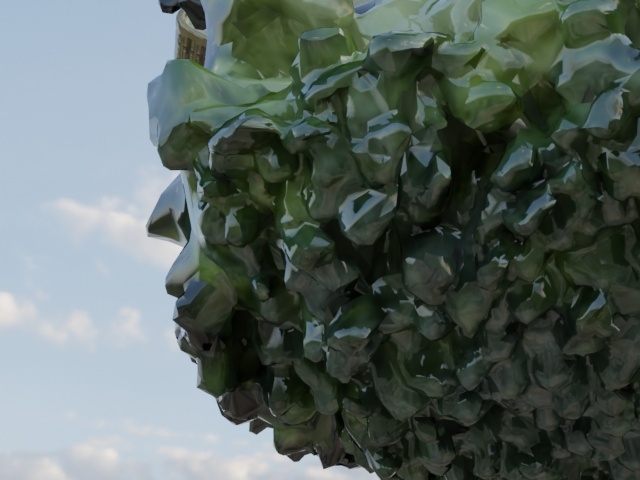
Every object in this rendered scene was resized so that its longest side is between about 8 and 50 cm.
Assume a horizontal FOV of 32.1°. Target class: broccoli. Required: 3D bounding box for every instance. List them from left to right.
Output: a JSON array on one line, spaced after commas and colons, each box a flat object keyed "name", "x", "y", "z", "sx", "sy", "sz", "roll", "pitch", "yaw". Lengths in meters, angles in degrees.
[{"name": "broccoli", "x": 0.084, "y": -0.052, "z": 0.441, "sx": 0.293, "sy": 0.281, "sz": 0.348, "roll": 25, "pitch": -51, "yaw": -20}]

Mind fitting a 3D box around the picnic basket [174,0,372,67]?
[{"name": "picnic basket", "x": -0.017, "y": -0.247, "z": 1.371, "sx": 0.228, "sy": 0.313, "sz": 0.175, "roll": 29, "pitch": -34, "yaw": 8}]
